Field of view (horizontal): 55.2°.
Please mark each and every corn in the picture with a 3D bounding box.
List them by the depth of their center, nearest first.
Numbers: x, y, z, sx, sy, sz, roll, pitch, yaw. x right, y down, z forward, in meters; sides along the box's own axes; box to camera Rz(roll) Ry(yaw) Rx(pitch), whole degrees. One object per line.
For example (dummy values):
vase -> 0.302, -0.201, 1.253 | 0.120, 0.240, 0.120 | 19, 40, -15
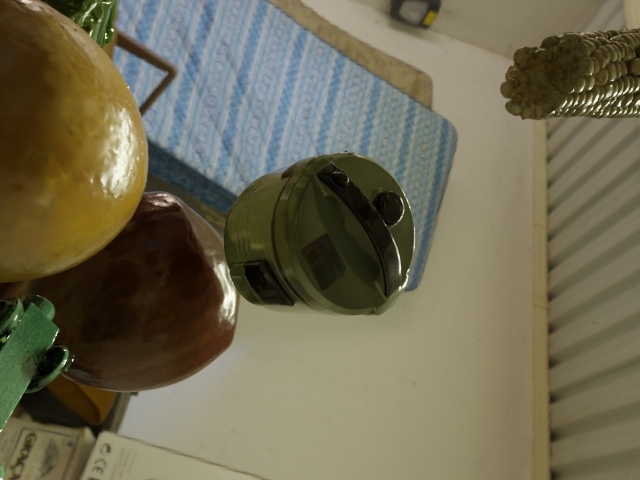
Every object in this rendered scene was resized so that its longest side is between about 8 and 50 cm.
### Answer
corn -> 0.245, -0.149, 0.540 | 0.087, 0.211, 0.087 | 14, -72, 49

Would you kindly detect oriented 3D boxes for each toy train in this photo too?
toy train -> -0.350, 0.159, 0.574 | 0.253, 0.157, 0.105 | -81, 149, -47

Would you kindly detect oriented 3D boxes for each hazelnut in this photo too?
hazelnut -> -0.324, 0.084, 1.070 | 0.366, 0.366, 0.365 | -164, -90, -81

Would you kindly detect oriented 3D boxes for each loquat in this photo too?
loquat -> -0.282, -0.086, 0.528 | 0.263, 0.263, 0.263 | -164, -90, -81

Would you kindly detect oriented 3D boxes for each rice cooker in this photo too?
rice cooker -> 0.000, 0.000, 0.828 | 0.244, 0.226, 0.226 | -9, -117, 52

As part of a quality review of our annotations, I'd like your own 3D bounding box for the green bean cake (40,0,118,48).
green bean cake -> -0.383, -0.304, 0.751 | 0.125, 0.248, 0.222 | -40, -150, 44
